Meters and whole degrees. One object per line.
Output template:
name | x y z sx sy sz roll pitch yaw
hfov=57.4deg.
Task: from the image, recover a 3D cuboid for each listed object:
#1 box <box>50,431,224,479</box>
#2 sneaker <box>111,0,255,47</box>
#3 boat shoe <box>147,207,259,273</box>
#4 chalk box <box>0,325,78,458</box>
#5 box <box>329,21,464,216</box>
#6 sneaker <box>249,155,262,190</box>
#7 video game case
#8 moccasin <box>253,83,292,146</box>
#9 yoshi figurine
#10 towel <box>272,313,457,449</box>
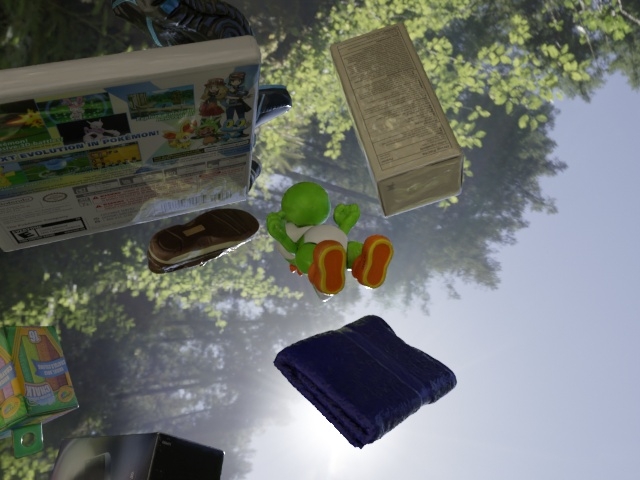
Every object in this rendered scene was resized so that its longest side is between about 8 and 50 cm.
box | -0.362 0.522 1.063 0.294 0.182 0.296 -16 -127 32
sneaker | -0.262 -0.437 1.200 0.139 0.341 0.125 1 -103 34
boat shoe | -0.244 0.004 1.206 0.095 0.257 0.095 51 -47 23
chalk box | -0.537 0.273 1.040 0.132 0.132 0.213 -27 -103 10
box | 0.127 -0.212 1.013 0.148 0.121 0.311 -16 -119 4
sneaker | -0.304 -0.149 1.638 0.282 0.153 0.099 -20 -65 12
video game case | -0.237 -0.097 0.671 0.300 0.328 0.036 111 -37 -63
moccasin | -0.207 -0.200 1.152 0.342 0.138 0.117 -24 -95 -8
yoshi figurine | -0.006 -0.026 1.207 0.203 0.203 0.362 -45 -152 -8
towel | 0.085 0.243 1.050 0.227 0.308 0.076 34 -66 29
